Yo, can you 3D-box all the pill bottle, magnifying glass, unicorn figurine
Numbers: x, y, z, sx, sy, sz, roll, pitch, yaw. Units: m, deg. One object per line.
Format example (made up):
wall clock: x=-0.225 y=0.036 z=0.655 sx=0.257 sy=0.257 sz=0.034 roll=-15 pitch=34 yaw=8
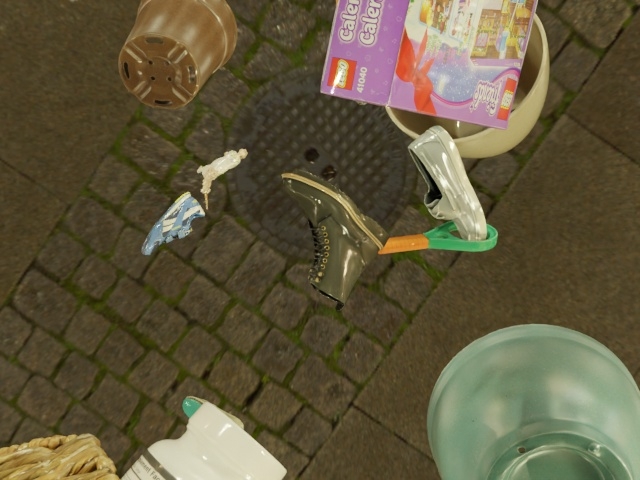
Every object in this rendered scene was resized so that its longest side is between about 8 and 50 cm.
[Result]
pill bottle: x=-0.177 y=0.336 z=0.909 sx=0.162 sy=0.162 sz=0.278 roll=42 pitch=73 yaw=-2
magnifying glass: x=0.199 y=-0.003 z=1.338 sx=0.230 sy=0.092 sz=0.026 roll=-8 pitch=118 yaw=-22
unicorn figurine: x=-0.225 y=-0.153 z=1.715 sx=0.060 sy=0.111 sz=0.162 roll=43 pitch=84 yaw=-17

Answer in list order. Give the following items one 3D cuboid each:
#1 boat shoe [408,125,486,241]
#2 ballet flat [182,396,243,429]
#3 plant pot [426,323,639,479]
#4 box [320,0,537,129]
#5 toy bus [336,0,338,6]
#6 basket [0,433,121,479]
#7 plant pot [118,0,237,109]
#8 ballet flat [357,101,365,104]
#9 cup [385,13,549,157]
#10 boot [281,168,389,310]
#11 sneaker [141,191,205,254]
boat shoe: x=0.210 y=-0.081 z=1.328 sx=0.081 sy=0.079 sz=0.228 roll=-30 pitch=113 yaw=-7
ballet flat: x=-0.235 y=0.389 z=1.722 sx=0.168 sy=0.052 sz=0.057 roll=21 pitch=101 yaw=39
plant pot: x=0.283 y=0.277 z=0.986 sx=0.292 sy=0.196 sz=0.293 roll=2 pitch=104 yaw=6
box: x=0.109 y=-0.199 z=0.627 sx=0.057 sy=0.293 sz=0.201 roll=17 pitch=101 yaw=26
toy bus: x=0.085 y=-0.479 z=1.472 sx=0.108 sy=0.333 sz=0.130 roll=3 pitch=53 yaw=6
basket: x=-0.272 y=0.319 z=0.603 sx=0.299 sy=0.213 sz=0.223 roll=-21 pitch=114 yaw=-26
plant pot: x=-0.227 y=-0.296 z=1.217 sx=0.166 sy=0.165 sz=0.167 roll=4 pitch=129 yaw=5
ballet flat: x=0.070 y=-0.333 z=1.650 sx=0.041 sy=0.041 sz=0.114 roll=-28 pitch=52 yaw=4
cup: x=0.322 y=-0.300 z=1.600 sx=0.331 sy=0.237 sz=0.331 roll=-11 pitch=66 yaw=26
boot: x=0.000 y=0.000 z=1.134 sx=0.198 sy=0.077 sz=0.137 roll=36 pitch=77 yaw=-24
sneaker: x=-0.275 y=-0.023 z=1.458 sx=0.059 sy=0.053 sz=0.144 roll=42 pitch=79 yaw=-7
